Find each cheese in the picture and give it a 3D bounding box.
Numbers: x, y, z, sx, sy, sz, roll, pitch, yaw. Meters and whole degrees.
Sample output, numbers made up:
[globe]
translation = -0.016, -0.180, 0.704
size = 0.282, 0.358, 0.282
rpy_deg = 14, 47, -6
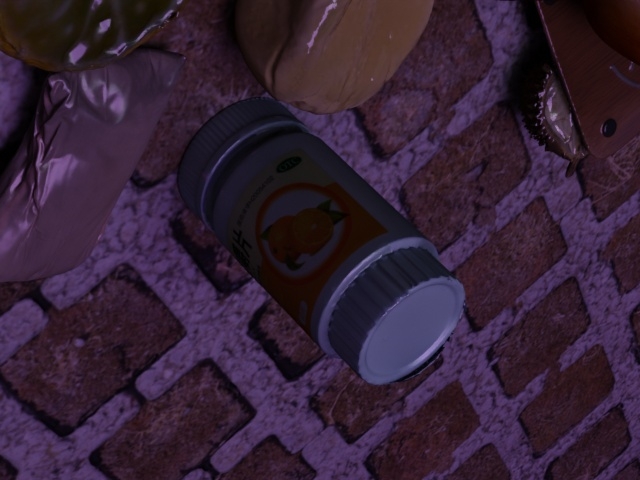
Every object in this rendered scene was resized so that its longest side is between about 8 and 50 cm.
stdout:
[cheese]
translation = 0.025, -0.237, 1.565
size = 0.214, 0.117, 0.226
rpy_deg = 8, 119, -54

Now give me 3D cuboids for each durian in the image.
[durian]
translation = 0.305, -0.169, 1.948
size = 0.148, 0.091, 0.189
rpy_deg = -22, 118, -28

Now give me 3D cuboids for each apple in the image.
[apple]
translation = 0.403, -0.277, 1.764
size = 0.199, 0.199, 0.199
rpy_deg = -28, 143, -24

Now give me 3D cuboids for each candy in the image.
[candy]
translation = -0.200, -0.265, 1.304
size = 0.260, 0.118, 0.260
rpy_deg = -33, 148, -25

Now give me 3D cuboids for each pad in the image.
[pad]
translation = 0.398, -0.278, 1.906
size = 0.286, 0.018, 0.284
rpy_deg = -39, 127, -17

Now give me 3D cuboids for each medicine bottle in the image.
[medicine bottle]
translation = 0.000, 0.000, 1.606
size = 0.158, 0.318, 0.158
rpy_deg = -29, 143, -24

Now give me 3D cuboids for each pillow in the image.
[pillow]
translation = -0.246, -0.071, 1.498
size = 0.173, 0.067, 0.270
rpy_deg = -4, 129, -52
